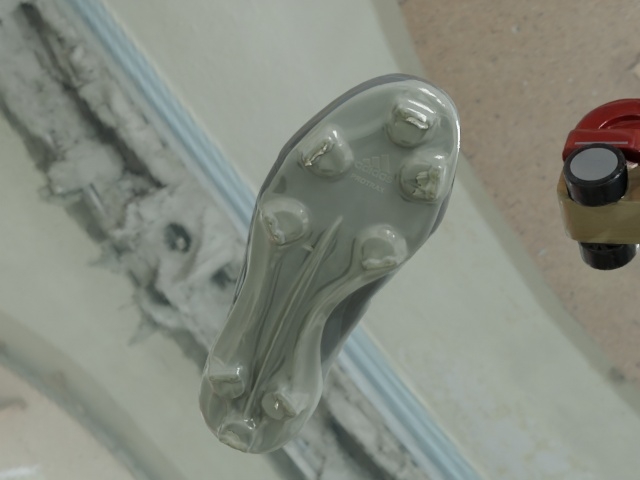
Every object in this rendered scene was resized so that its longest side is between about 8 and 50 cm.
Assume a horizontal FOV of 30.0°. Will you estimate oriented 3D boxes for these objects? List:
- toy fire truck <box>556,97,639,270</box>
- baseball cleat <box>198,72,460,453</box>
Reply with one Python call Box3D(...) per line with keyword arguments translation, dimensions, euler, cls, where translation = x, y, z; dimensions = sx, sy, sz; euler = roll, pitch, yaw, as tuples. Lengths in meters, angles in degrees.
Box3D(translation=(0.349, -0.110, 1.127), dimensions=(0.217, 0.246, 0.158), euler=(2, -43, 25), cls="toy fire truck")
Box3D(translation=(0.000, 0.000, 0.529), dimensions=(0.072, 0.109, 0.206), euler=(29, -59, -5), cls="baseball cleat")
